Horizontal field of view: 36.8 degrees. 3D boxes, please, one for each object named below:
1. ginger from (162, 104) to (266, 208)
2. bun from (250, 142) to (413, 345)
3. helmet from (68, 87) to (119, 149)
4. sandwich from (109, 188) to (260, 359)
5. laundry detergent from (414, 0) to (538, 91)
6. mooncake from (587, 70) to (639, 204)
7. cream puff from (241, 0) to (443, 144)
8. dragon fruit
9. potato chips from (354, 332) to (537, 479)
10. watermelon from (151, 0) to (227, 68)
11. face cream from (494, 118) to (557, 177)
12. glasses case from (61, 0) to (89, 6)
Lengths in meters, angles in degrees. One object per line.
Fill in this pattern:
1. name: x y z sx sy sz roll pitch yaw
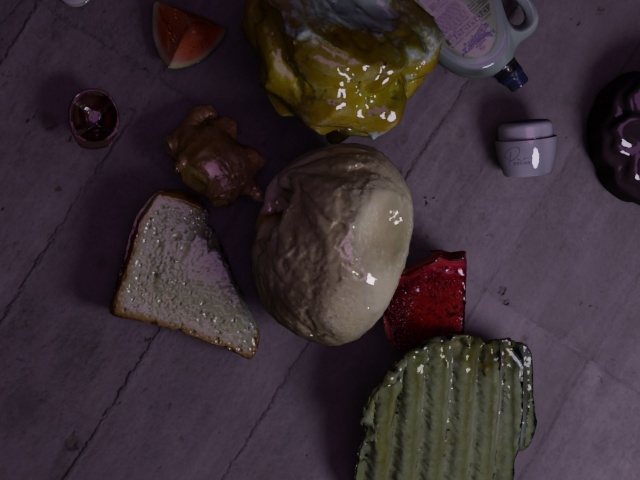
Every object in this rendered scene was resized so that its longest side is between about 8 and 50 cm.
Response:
1. ginger: -0.184 -0.139 1.745 0.216 0.102 0.157 43 52 -1
2. bun: 0.000 0.000 1.673 0.227 0.352 0.349 17 50 -19
3. helmet: -0.407 -0.213 1.730 0.089 0.057 0.111 -2 86 -12
4. sandwich: -0.217 0.057 1.742 0.288 0.099 0.254 21 88 -8
5. laundry detergent: 0.302 -0.409 1.820 0.280 0.105 0.215 45 85 -5
6. mooncake: 0.663 -0.203 1.867 0.283 0.141 0.283 0 92 -7
7. cream puff: 0.024 -0.316 1.689 0.378 0.275 0.378 16 51 -21
8. dragon fruit: 0.209 0.124 1.792 0.189 0.163 0.262 -30 126 -48
9. potato chips: 0.238 0.358 1.788 0.358 0.070 0.429 -4 112 -17
10. watermelon: -0.234 -0.383 1.741 0.135 0.094 0.125 -11 84 -13
11. face cream: 0.391 -0.177 1.832 0.117 0.117 0.104 -7 99 -9
12. glasses case: -0.392 -0.519 1.729 0.092 0.059 0.233 45 83 -5
